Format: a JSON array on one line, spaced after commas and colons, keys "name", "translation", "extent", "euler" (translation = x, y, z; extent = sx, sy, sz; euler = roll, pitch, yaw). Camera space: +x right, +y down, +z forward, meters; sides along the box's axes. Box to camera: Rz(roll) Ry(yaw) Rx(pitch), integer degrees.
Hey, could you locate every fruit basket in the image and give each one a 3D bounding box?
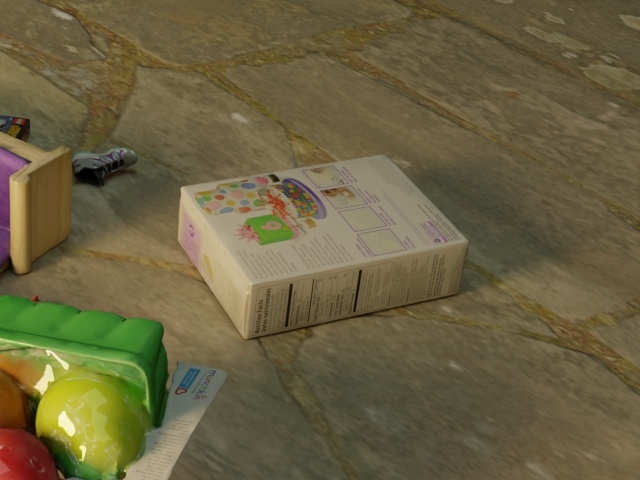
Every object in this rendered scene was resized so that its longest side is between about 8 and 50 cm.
[{"name": "fruit basket", "translation": [-0.297, 0.211, 1.344], "extent": [0.327, 0.165, 0.353], "euler": [8, 40, 13]}]

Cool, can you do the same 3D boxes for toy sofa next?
[{"name": "toy sofa", "translation": [-0.525, -0.090, 1.872], "extent": [0.363, 0.150, 0.177], "euler": [23, 36, 21]}]

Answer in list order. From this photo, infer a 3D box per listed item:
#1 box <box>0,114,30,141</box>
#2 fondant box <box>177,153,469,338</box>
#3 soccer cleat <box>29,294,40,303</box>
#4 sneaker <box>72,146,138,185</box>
[{"name": "box", "translation": [-0.497, -0.145, 2.067], "extent": [0.094, 0.027, 0.137], "euler": [8, 34, 3]}, {"name": "fondant box", "translation": [0.000, 0.000, 1.902], "extent": [0.330, 0.096, 0.238], "euler": [-10, 38, -26]}, {"name": "soccer cleat", "translation": [-0.379, 0.094, 1.742], "extent": [0.036, 0.029, 0.083], "euler": [17, 39, 5]}, {"name": "sneaker", "translation": [-0.316, -0.103, 2.040], "extent": [0.098, 0.038, 0.069], "euler": [-8, 38, -8]}]
